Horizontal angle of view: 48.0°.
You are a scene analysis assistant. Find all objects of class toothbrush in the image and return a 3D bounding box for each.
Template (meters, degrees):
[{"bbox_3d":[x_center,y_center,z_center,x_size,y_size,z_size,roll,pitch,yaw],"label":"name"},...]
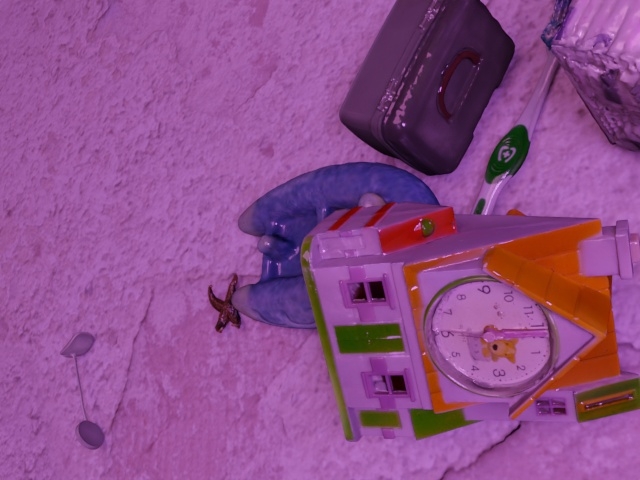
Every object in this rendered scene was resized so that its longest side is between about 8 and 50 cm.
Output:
[{"bbox_3d":[0.222,-0.090,0.863,0.042,0.040,0.418,23,92,42],"label":"toothbrush"}]

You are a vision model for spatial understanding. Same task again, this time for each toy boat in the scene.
[{"bbox_3d":[0.000,0.000,0.935,0.330,0.123,0.215,-8,67,36],"label":"toy boat"}]

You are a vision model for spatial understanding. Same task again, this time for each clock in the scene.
[{"bbox_3d":[0.160,0.075,0.723,0.309,0.166,0.235,-7,108,25],"label":"clock"}]

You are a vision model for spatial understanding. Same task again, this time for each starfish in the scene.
[{"bbox_3d":[-0.137,0.093,1.062,0.078,0.028,0.091,3,72,31],"label":"starfish"}]

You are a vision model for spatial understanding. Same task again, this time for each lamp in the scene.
[{"bbox_3d":[-0.382,0.244,1.173,0.056,0.050,0.198,-39,54,17],"label":"lamp"}]

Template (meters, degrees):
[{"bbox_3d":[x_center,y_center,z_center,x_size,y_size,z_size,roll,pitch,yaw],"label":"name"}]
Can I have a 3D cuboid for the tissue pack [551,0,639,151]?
[{"bbox_3d":[0.370,-0.261,0.679,0.125,0.242,0.343,31,93,39],"label":"tissue pack"}]

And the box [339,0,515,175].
[{"bbox_3d":[0.132,-0.198,0.898,0.129,0.148,0.210,25,87,48],"label":"box"}]
